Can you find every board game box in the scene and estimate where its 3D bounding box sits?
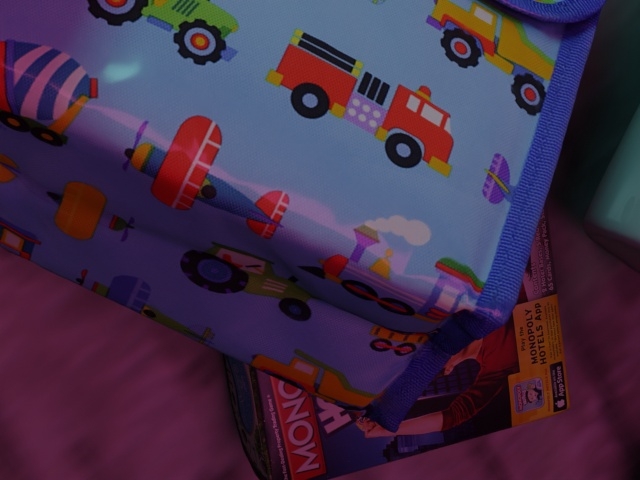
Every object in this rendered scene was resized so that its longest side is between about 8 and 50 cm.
[{"bbox_3d":[0.000,0.000,0.799,0.194,0.060,0.194,-13,104,-18],"label":"board game box"}]

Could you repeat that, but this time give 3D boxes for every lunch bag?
[{"bbox_3d":[-0.003,-0.113,0.715,0.221,0.138,0.293,26,63,-5],"label":"lunch bag"}]

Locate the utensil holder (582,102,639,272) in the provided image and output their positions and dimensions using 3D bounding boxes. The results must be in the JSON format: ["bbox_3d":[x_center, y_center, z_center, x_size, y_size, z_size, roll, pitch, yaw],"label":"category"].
[{"bbox_3d":[0.333,-0.101,0.774,0.327,0.327,0.385,27,91,-24],"label":"utensil holder"}]
